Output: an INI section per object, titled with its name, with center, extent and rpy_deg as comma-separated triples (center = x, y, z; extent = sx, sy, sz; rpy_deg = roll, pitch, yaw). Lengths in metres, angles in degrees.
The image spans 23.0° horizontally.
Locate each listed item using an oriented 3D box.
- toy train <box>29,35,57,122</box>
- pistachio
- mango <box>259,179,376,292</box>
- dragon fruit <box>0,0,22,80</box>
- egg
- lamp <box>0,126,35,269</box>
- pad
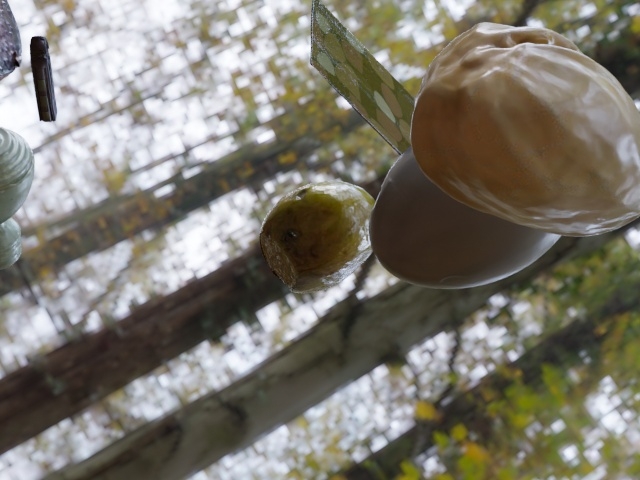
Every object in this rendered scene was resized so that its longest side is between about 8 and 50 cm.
[toy train]
center = -0.235, -0.136, 1.329
extent = 0.017, 0.017, 0.083
rpy_deg = -92, -178, -45
[pistachio]
center = 0.172, -0.079, 1.241
extent = 0.229, 0.157, 0.157
rpy_deg = 28, -10, -38
[mango]
center = 0.000, 0.000, 2.203
extent = 0.130, 0.167, 0.262
rpy_deg = 64, -15, 14
[dragon fruit]
center = -0.513, -0.288, 2.088
extent = 0.148, 0.218, 0.224
rpy_deg = -26, -94, 17
[egg]
center = 0.158, -0.041, 1.654
extent = 0.176, 0.232, 0.176
rpy_deg = 62, 4, -8
[lamp]
center = -0.381, -0.051, 1.821
extent = 0.106, 0.106, 0.193
rpy_deg = 42, -35, 29
[pad]
center = 0.064, -0.184, 1.921
extent = 0.003, 0.158, 0.235
rpy_deg = -32, -58, 25
